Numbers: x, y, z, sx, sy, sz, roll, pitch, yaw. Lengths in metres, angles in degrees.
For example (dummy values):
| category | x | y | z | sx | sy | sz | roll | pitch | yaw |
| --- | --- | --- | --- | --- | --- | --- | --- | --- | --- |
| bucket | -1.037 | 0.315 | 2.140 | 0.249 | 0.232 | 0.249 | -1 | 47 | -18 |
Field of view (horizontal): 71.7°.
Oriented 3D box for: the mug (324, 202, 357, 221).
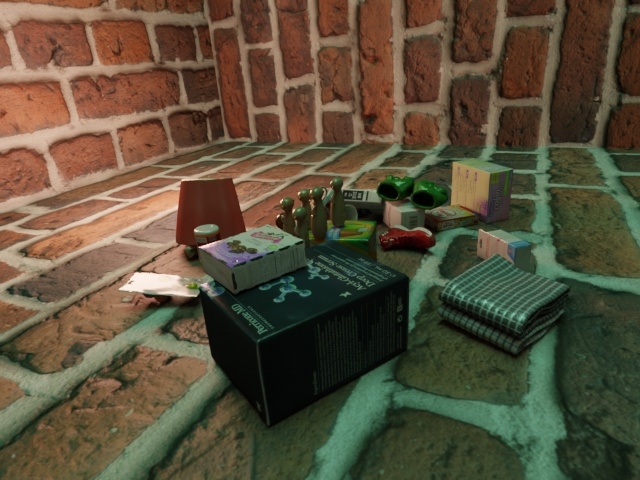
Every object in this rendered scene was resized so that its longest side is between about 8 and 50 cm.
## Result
| category | x | y | z | sx | sy | sz | roll | pitch | yaw |
| --- | --- | --- | --- | --- | --- | --- | --- | --- | --- |
| mug | 0.061 | -0.124 | 1.858 | 0.113 | 0.150 | 0.169 | 5 | 8 | -40 |

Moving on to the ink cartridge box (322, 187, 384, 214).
| category | x | y | z | sx | sy | sz | roll | pitch | yaw |
| --- | --- | --- | --- | --- | --- | --- | --- | --- | --- |
| ink cartridge box | 0.125 | -0.173 | 1.955 | 0.333 | 0.065 | 0.165 | 4 | -14 | 19 |

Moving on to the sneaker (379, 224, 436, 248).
| category | x | y | z | sx | sy | sz | roll | pitch | yaw |
| --- | --- | --- | --- | --- | --- | --- | --- | --- | --- |
| sneaker | 0.301 | 0.007 | 1.601 | 0.128 | 0.087 | 0.221 | -27 | 18 | -27 |

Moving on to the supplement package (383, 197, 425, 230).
| category | x | y | z | sx | sy | sz | roll | pitch | yaw |
| --- | --- | --- | --- | --- | --- | --- | --- | --- | --- |
| supplement package | 0.335 | -0.100 | 1.794 | 0.105 | 0.105 | 0.179 | -8 | 23 | -13 |

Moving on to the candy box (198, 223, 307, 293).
| category | x | y | z | sx | sy | sz | roll | pitch | yaw |
| --- | --- | --- | --- | --- | --- | --- | --- | --- | --- |
| candy box | -0.158 | 0.037 | 1.043 | 0.196 | 0.070 | 0.165 | -21 | 27 | -34 |

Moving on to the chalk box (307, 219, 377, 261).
| category | x | y | z | sx | sy | sz | roll | pitch | yaw |
| --- | --- | --- | --- | --- | --- | --- | --- | --- | --- |
| chalk box | 0.027 | 0.042 | 1.407 | 0.289 | 0.179 | 0.180 | 2 | 23 | 13 |

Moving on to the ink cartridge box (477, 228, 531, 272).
| category | x | y | z | sx | sy | sz | roll | pitch | yaw |
| --- | --- | --- | --- | --- | --- | --- | --- | --- | --- |
| ink cartridge box | 0.591 | 0.032 | 1.435 | 0.062 | 0.104 | 0.181 | -10 | 24 | -15 |

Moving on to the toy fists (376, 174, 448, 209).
| category | x | y | z | sx | sy | sz | roll | pitch | yaw |
| --- | --- | --- | --- | --- | --- | --- | --- | --- | --- |
| toy fists | 0.368 | -0.198 | 1.763 | 0.279 | 0.096 | 0.142 | 17 | 22 | 29 |

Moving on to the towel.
| category | x | y | z | sx | sy | sz | roll | pitch | yaw |
| --- | --- | --- | --- | --- | --- | --- | --- | --- | --- |
| towel | 0.479 | 0.150 | 1.149 | 0.284 | 0.121 | 0.235 | -21 | 29 | -36 |

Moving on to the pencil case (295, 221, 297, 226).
| category | x | y | z | sx | sy | sz | roll | pitch | yaw |
| --- | --- | --- | --- | --- | --- | --- | --- | --- | --- |
| pencil case | 0.000 | 0.000 | 1.604 | 0.273 | 0.124 | 0.113 | 4 | 63 | 20 |

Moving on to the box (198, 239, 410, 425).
| category | x | y | z | sx | sy | sz | roll | pitch | yaw |
| --- | --- | --- | --- | --- | --- | --- | --- | --- | --- |
| box | -0.035 | 0.183 | 1.040 | 0.396 | 0.211 | 0.294 | -19 | 28 | -31 |

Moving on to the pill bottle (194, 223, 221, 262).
| category | x | y | z | sx | sy | sz | roll | pitch | yaw |
| --- | --- | --- | --- | --- | --- | --- | --- | --- | --- |
| pill bottle | -0.388 | 0.026 | 1.549 | 0.086 | 0.151 | 0.086 | -3 | 22 | 1 |

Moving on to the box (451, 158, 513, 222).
| category | x | y | z | sx | sy | sz | roll | pitch | yaw |
| --- | --- | --- | --- | --- | --- | --- | --- | --- | --- |
| box | 0.678 | -0.217 | 1.877 | 0.117 | 0.213 | 0.243 | -12 | 23 | -17 |

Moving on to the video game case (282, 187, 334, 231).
| category | x | y | z | sx | sy | sz | roll | pitch | yaw |
| --- | --- | --- | --- | --- | --- | --- | --- | --- | --- |
| video game case | -0.048 | -0.122 | 1.786 | 0.206 | 0.026 | 0.227 | -52 | 19 | -23 |

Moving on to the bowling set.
| category | x | y | z | sx | sy | sz | roll | pitch | yaw |
| --- | --- | --- | --- | --- | --- | --- | --- | --- | --- |
| bowling set | -0.063 | -0.090 | 1.311 | 0.200 | 0.154 | 0.287 | 7 | 24 | 26 |

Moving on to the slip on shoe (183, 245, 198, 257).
| category | x | y | z | sx | sy | sz | roll | pitch | yaw |
| --- | --- | --- | --- | --- | --- | --- | --- | --- | --- |
| slip on shoe | -0.467 | 0.037 | 1.688 | 0.051 | 0.041 | 0.135 | -28 | -2 | 18 |

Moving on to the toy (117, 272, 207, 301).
| category | x | y | z | sx | sy | sz | roll | pitch | yaw |
| --- | --- | --- | --- | --- | --- | --- | --- | --- | --- |
| toy | -0.485 | 0.155 | 1.383 | 0.237 | 0.056 | 0.137 | 1 | 19 | 0 |

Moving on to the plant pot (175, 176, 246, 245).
| category | x | y | z | sx | sy | sz | roll | pitch | yaw |
| --- | --- | --- | --- | --- | --- | --- | --- | --- | --- |
| plant pot | -0.433 | -0.121 | 1.730 | 0.275 | 0.243 | 0.275 | -3 | 9 | 0 |

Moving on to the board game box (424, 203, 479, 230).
| category | x | y | z | sx | sy | sz | roll | pitch | yaw |
| --- | --- | --- | --- | --- | --- | --- | --- | --- | --- |
| board game box | 0.529 | -0.096 | 1.830 | 0.194 | 0.045 | 0.147 | -11 | 23 | -16 |
